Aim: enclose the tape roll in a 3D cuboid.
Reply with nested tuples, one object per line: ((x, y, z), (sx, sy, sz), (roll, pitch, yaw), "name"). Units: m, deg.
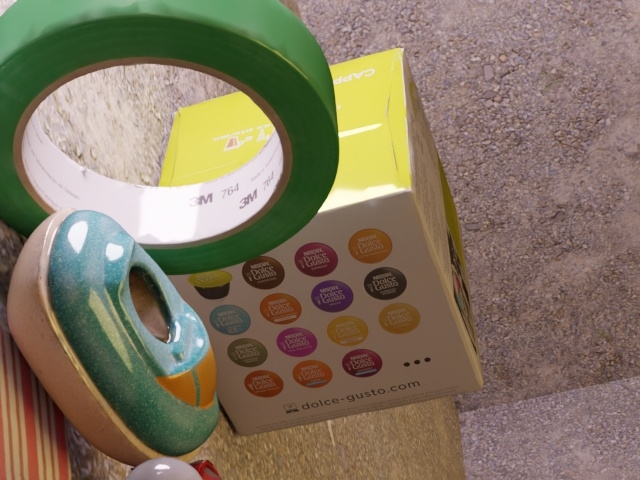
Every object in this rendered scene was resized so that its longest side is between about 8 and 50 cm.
((-0.144, -0.095, 0.996), (0.321, 0.321, 0.077), (62, 18, -48), "tape roll")

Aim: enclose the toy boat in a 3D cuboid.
((-0.157, 0.131, 0.951), (0.318, 0.148, 0.267), (-93, 157, -50), "toy boat")

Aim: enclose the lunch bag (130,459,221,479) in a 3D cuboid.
((-0.111, 0.355, 1.032), (0.258, 0.120, 0.293), (-62, 136, -74), "lunch bag")

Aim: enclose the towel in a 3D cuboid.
((-0.261, 0.141, 0.918), (0.197, 0.029, 0.144), (52, 24, -62), "towel")

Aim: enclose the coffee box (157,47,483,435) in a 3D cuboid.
((0.000, 0.000, 1.492), (0.338, 0.337, 0.334), (-87, 159, -51), "coffee box")
